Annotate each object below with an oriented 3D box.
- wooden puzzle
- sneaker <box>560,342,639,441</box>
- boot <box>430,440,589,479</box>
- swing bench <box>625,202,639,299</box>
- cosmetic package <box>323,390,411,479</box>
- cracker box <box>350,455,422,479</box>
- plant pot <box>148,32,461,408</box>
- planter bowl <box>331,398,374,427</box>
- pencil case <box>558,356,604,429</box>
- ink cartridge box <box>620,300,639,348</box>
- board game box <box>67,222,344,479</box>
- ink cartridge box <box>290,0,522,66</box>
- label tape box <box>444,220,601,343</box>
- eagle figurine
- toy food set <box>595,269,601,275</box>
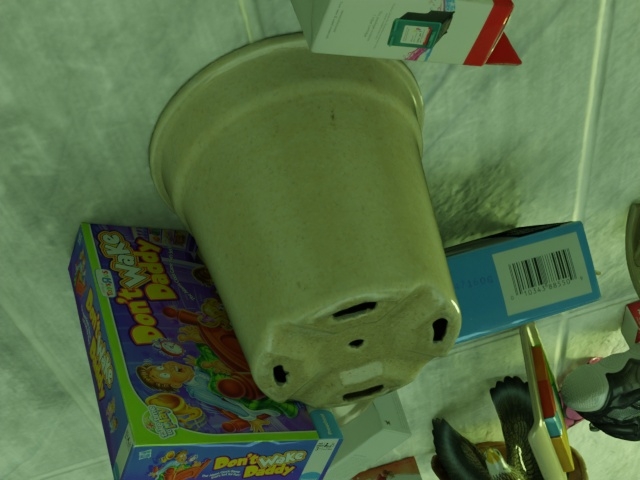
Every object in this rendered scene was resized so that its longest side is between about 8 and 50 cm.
[{"bbox_3d":[0.386,0.288,1.627,0.044,0.239,0.221,-12,131,19],"label":"wooden puzzle"},{"bbox_3d":[0.575,0.267,1.709,0.268,0.101,0.153,-23,125,25],"label":"sneaker"},{"bbox_3d":[0.367,0.448,1.895,0.220,0.109,0.283,0,-176,-23],"label":"boot"},{"bbox_3d":[0.613,-0.027,1.415,0.253,0.165,0.255,-2,146,-22],"label":"swing bench"},{"bbox_3d":[0.042,0.342,1.684,0.085,0.117,0.231,20,131,-41],"label":"cosmetic package"},{"bbox_3d":[0.151,0.566,1.925,0.155,0.232,0.067,-17,144,-3],"label":"cracker box"},{"bbox_3d":[0.000,0.000,1.056,0.333,0.306,0.334,-11,143,-9],"label":"plant pot"},{"bbox_3d":[0.003,0.193,1.457,0.162,0.162,0.109,-32,116,18],"label":"planter bowl"},{"bbox_3d":[0.486,0.307,1.857,0.098,0.095,0.209,23,126,-25],"label":"pencil case"},{"bbox_3d":[0.614,0.142,1.719,0.135,0.056,0.099,-17,143,-1],"label":"ink cartridge box"},{"bbox_3d":[-0.144,0.124,1.113,0.233,0.347,0.078,4,127,-28],"label":"board game box"},{"bbox_3d":[0.090,-0.241,0.924,0.231,0.134,0.078,-1,140,-24],"label":"ink cartridge box"},{"bbox_3d":[0.196,0.060,1.342,0.249,0.115,0.347,-16,-177,-8],"label":"label tape box"},{"bbox_3d":[0.334,0.419,1.737,0.226,0.298,0.225,3,122,-4],"label":"eagle figurine"},{"bbox_3d":[0.387,0.068,1.559,0.078,0.019,0.122,18,139,-39],"label":"toy food set"}]
